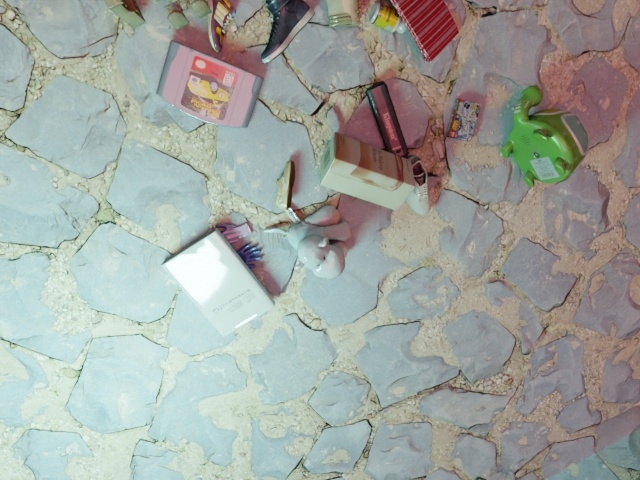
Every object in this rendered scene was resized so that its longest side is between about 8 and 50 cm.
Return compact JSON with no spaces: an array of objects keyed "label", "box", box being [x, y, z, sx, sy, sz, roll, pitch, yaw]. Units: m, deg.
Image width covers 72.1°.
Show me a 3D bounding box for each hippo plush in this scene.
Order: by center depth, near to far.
[{"label":"hippo plush","box":[0.000,0.000,1.501,0.294,0.236,0.234,40,96,-20]}]

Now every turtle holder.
[{"label":"turtle holder","box":[0.807,-0.372,1.589,0.227,0.243,0.320,-38,71,-15]}]

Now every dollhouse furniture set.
[{"label":"dollhouse furniture set","box":[-0.461,-0.704,1.198,0.242,0.161,0.212,-25,97,3]}]

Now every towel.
[{"label":"towel","box":[0.330,-0.743,1.422,0.199,0.031,0.275,-48,113,-21]}]

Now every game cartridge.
[{"label":"game cartridge","box":[-0.348,-0.472,1.379,0.294,0.060,0.196,17,107,-17]}]

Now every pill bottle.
[{"label":"pill bottle","box":[0.221,-0.714,1.419,0.116,0.065,0.065,15,103,-17]}]

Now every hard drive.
[{"label":"hard drive","box":[-0.356,0.155,1.559,0.233,0.047,0.353,-31,112,8]}]

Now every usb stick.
[{"label":"usb stick","box":[0.234,-0.409,1.527,0.077,0.045,0.278,-26,111,-4]}]

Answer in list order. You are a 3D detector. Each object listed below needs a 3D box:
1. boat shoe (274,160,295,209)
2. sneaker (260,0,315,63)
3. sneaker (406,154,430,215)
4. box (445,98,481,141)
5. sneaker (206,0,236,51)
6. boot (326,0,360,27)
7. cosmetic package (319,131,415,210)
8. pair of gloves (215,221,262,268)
[{"label":"boat shoe","box":[-0.126,-0.192,1.508,0.059,0.063,0.170,9,93,14]},{"label":"sneaker","box":[-0.145,-0.670,1.334,0.163,0.086,0.226,40,86,-31]},{"label":"sneaker","box":[0.355,-0.193,1.596,0.090,0.095,0.235,-24,112,-6]},{"label":"box","box":[0.517,-0.434,1.591,0.094,0.027,0.137,9,105,-16]},{"label":"sneaker","box":[-0.294,-0.666,1.319,0.084,0.069,0.185,-2,108,-6]},{"label":"boot","box":[0.113,-0.766,1.375,0.213,0.077,0.165,-14,109,-2]},{"label":"cosmetic package","box":[0.156,-0.232,1.491,0.296,0.153,0.129,16,136,-18]},{"label":"pair of gloves","box":[-0.303,0.023,1.557,0.159,0.023,0.198,-22,111,-5]}]
